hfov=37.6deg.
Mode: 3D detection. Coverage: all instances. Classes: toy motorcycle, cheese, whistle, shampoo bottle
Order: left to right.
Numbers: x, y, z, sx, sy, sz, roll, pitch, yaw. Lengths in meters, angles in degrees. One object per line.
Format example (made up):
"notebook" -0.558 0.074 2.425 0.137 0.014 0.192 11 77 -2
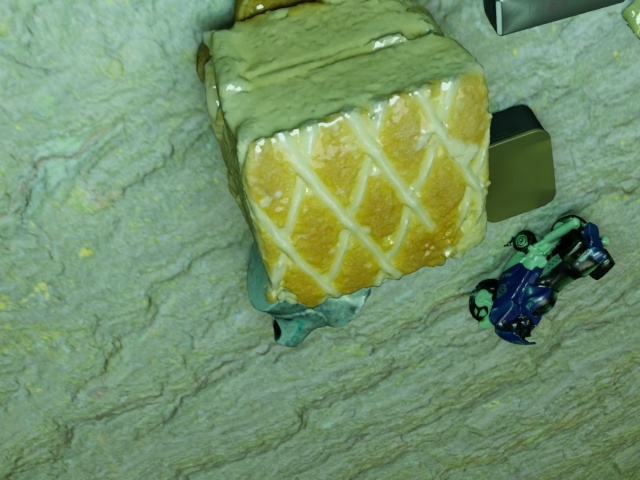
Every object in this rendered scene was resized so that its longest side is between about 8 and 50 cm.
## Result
"whistle" 0.014 0.008 1.696 0.168 0.188 0.405 15 129 -29
"toy motorcycle" 0.439 0.090 1.910 0.125 0.196 0.331 25 125 -35
"shampoo bottle" 0.381 -0.398 1.466 0.246 0.079 0.080 -16 138 -1
"cheese" 0.541 -0.370 1.574 0.084 0.041 0.060 21 128 -35

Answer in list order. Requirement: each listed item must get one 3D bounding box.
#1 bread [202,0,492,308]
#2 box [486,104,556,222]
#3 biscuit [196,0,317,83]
"bread" 0.040 -0.133 1.403 0.371 0.279 0.390 -17 137 -4
"box" 0.342 -0.141 1.716 0.144 0.090 0.201 -20 137 3
"biscuit" -0.050 -0.290 1.460 0.287 0.057 0.344 -14 138 -4
